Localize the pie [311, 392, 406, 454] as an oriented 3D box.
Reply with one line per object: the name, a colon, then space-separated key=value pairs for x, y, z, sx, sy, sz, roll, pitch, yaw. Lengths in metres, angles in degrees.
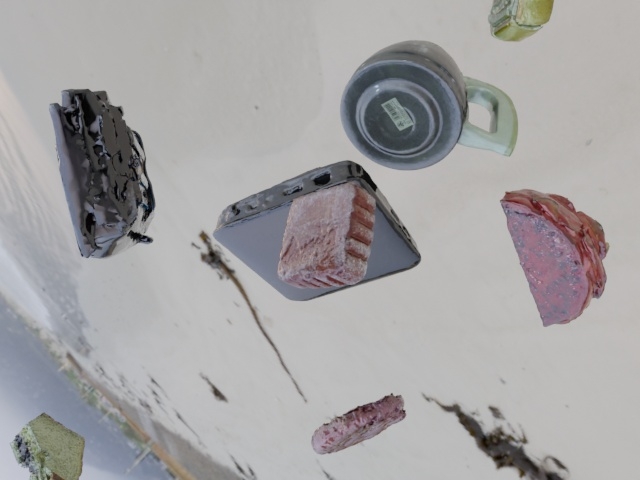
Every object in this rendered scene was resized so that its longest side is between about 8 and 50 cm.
pie: x=0.052 y=0.257 z=0.739 sx=0.154 sy=0.155 sz=0.036 roll=100 pitch=148 yaw=-59

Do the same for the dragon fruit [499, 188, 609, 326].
dragon fruit: x=0.532 y=0.006 z=1.113 sx=0.152 sy=0.205 sz=0.316 roll=-8 pitch=111 yaw=54

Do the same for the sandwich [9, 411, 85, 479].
sandwich: x=-0.345 y=0.274 z=0.675 sx=0.093 sy=0.036 sz=0.105 roll=47 pitch=179 yaw=-32

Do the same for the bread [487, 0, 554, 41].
bread: x=0.322 y=-0.392 z=0.873 sx=0.156 sy=0.064 sz=0.117 roll=-178 pitch=89 yaw=-86

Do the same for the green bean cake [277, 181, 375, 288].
green bean cake: x=0.010 y=-0.003 z=0.722 sx=0.056 sy=0.135 sz=0.135 roll=26 pitch=155 yaw=-38

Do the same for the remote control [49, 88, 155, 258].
remote control: x=-0.208 y=-0.061 z=0.552 sx=0.399 sy=0.062 sz=0.144 roll=-167 pitch=67 yaw=-73

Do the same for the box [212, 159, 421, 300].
box: x=0.000 y=0.000 z=0.946 sx=0.290 sy=0.073 sz=0.289 roll=-20 pitch=138 yaw=24

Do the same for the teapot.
teapot: x=0.222 y=-0.298 z=1.061 sx=0.322 sy=0.239 sz=0.239 roll=1 pitch=132 yaw=28
